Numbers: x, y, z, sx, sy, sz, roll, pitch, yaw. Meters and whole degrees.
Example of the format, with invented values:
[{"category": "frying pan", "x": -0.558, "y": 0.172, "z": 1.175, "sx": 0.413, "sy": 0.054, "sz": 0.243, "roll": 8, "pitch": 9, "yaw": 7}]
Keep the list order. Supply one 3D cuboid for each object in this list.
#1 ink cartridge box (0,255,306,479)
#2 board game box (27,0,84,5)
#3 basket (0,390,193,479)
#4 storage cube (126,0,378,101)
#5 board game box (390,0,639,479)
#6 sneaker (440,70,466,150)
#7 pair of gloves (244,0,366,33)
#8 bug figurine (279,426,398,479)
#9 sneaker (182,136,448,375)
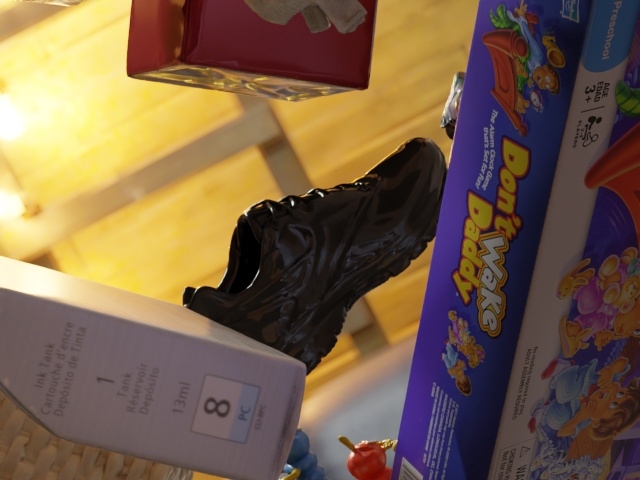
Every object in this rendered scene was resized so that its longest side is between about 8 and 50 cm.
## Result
[{"category": "ink cartridge box", "x": -0.235, "y": 0.056, "z": 1.208, "sx": 0.385, "sy": 0.091, "sz": 0.308, "roll": 14, "pitch": 1, "yaw": -19}, {"category": "board game box", "x": -0.302, "y": -0.302, "z": 1.599, "sx": 0.291, "sy": 0.141, "sz": 0.232, "roll": 3, "pitch": -4, "yaw": -30}, {"category": "basket", "x": -0.333, "y": 0.325, "z": 2.145, "sx": 0.331, "sy": 0.328, "sz": 0.266, "roll": -64, "pitch": -8, "yaw": -50}, {"category": "storage cube", "x": -0.066, "y": -0.241, "z": 1.744, "sx": 0.215, "sy": 0.193, "sz": 0.183, "roll": 5, "pitch": -2, "yaw": -23}, {"category": "board game box", "x": 0.173, "y": -0.005, "z": 0.985, "sx": 0.233, "sy": 0.347, "sz": 0.078, "roll": -14, "pitch": 38, "yaw": -32}, {"category": "sneaker", "x": 0.138, "y": -0.114, "z": 1.774, "sx": 0.098, "sy": 0.038, "sz": 0.069, "roll": -88, "pitch": 15, "yaw": -66}, {"category": "pair of gloves", "x": -0.021, "y": -0.226, "z": 1.322, "sx": 0.240, "sy": 0.204, "sz": 0.042, "roll": -10, "pitch": 41, "yaw": 58}, {"category": "bug figurine", "x": 0.038, "y": 0.264, "z": 1.720, "sx": 0.072, "sy": 0.216, "sz": 0.279, "roll": -29, "pitch": 9, "yaw": -20}, {"category": "sneaker", "x": 0.000, "y": 0.000, "z": 1.568, "sx": 0.286, "sy": 0.130, "sz": 0.109, "roll": -48, "pitch": 16, "yaw": -25}]
